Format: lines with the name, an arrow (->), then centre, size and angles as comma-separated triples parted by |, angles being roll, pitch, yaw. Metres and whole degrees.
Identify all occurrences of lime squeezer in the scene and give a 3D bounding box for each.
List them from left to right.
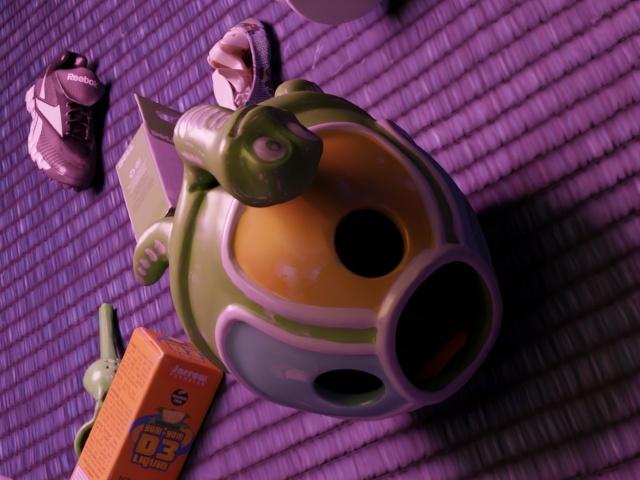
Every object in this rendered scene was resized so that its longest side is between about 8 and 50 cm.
lime squeezer -> -0.238, 0.193, 1.983 | 0.110, 0.059, 0.310 | -29, 50, 49

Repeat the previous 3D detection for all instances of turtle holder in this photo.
turtle holder -> 0.015, -0.003, 1.450 | 0.227, 0.243, 0.320 | 30, 138, 40

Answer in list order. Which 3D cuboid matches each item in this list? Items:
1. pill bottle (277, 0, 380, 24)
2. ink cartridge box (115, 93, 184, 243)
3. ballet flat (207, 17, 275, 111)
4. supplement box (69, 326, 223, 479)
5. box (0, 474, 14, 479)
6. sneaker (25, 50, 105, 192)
pill bottle -> -0.019, -0.320, 1.828 | 0.152, 0.152, 0.272 | -57, 32, 23
ink cartridge box -> -0.142, -0.054, 1.916 | 0.062, 0.109, 0.209 | -55, 33, 24
ballet flat -> -0.083, -0.174, 1.936 | 0.070, 0.070, 0.188 | -52, 34, 29
supplement box -> -0.183, 0.209, 1.860 | 0.080, 0.078, 0.233 | 34, 103, 60
box -> -0.369, 0.370, 2.114 | 0.145, 0.038, 0.186 | 20, 89, 60
sneaker -> -0.304, -0.154, 2.280 | 0.106, 0.078, 0.234 | -58, 30, 26
